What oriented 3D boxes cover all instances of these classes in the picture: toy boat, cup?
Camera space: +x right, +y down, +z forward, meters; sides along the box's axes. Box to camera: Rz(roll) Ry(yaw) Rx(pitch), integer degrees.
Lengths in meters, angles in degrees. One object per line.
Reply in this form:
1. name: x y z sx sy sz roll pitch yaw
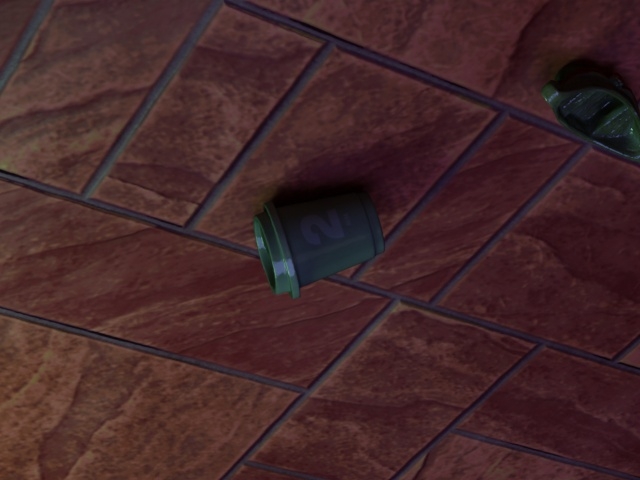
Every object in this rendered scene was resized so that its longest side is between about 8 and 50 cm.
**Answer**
1. toy boat: 0.307 -0.148 1.646 0.185 0.071 0.089 26 128 -34
2. cup: 0.000 0.000 1.739 0.141 0.120 0.120 -14 140 -8
